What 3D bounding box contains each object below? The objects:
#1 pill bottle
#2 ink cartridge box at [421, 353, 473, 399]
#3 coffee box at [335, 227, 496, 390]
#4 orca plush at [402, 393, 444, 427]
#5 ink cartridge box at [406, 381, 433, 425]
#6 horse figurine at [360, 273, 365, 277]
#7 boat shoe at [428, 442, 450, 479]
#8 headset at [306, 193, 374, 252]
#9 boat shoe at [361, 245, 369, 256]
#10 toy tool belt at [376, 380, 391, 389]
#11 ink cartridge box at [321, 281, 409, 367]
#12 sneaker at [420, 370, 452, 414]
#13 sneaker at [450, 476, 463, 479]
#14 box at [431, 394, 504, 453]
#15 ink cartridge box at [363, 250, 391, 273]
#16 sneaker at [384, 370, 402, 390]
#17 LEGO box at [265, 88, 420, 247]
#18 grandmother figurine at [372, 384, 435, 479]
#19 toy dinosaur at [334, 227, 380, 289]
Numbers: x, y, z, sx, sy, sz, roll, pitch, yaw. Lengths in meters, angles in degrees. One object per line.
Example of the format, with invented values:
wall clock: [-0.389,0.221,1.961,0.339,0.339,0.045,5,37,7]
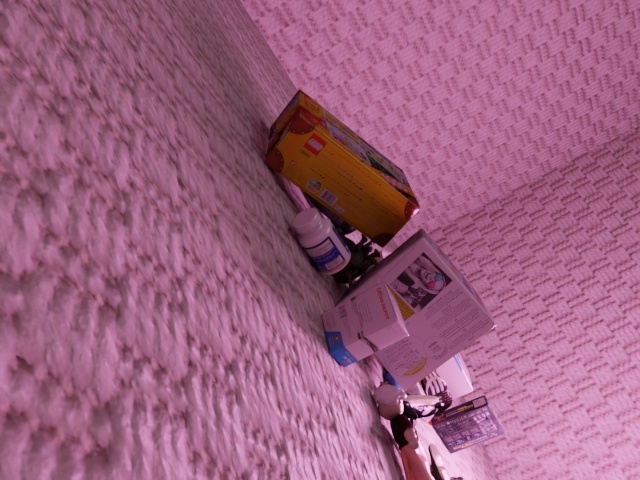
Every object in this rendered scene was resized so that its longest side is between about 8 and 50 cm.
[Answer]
pill bottle: [0.000,0.000,1.631,0.187,0.112,0.112,56,13,-30]
ink cartridge box: [0.505,0.546,2.362,0.198,0.197,0.270,63,11,2]
coffee box: [0.299,0.203,1.761,0.334,0.338,0.337,50,12,2]
orca plush: [0.307,0.548,1.751,0.287,0.151,0.102,34,61,-73]
ink cartridge box: [0.374,0.578,2.085,0.232,0.066,0.189,40,25,-52]
horse figurine: [0.201,0.230,2.104,0.263,0.066,0.174,50,22,-38]
boat shoe: [0.369,0.714,1.782,0.049,0.042,0.133,23,32,-31]
headset: [0.082,-0.096,2.168,0.394,0.185,0.243,32,23,-25]
boat shoe: [0.122,0.051,2.068,0.223,0.073,0.080,-18,85,-66]
toy tool belt: [0.185,0.434,1.621,0.051,0.052,0.083,31,-15,40]
ink cartridge box: [0.110,0.213,1.418,0.082,0.190,0.140,53,15,-38]
sneaker: [0.430,0.554,2.163,0.281,0.106,0.162,75,-8,-48]
sneaker: [0.431,0.823,1.787,0.170,0.068,0.071,-48,125,-69]
box: [0.572,0.718,2.170,0.183,0.232,0.059,57,16,-24]
ink cartridge box: [0.247,0.162,2.062,0.160,0.092,0.219,19,53,-58]
sneaker: [0.263,0.444,1.840,0.069,0.082,0.209,64,13,-2]
LEGO box: [0.069,-0.252,1.908,0.500,0.193,0.372,35,21,-18]
grandmother figurine: [0.232,0.539,1.465,0.208,0.104,0.342,95,-25,-56]
toy dinosaur: [0.103,0.081,1.844,0.121,0.160,0.314,40,32,-30]
